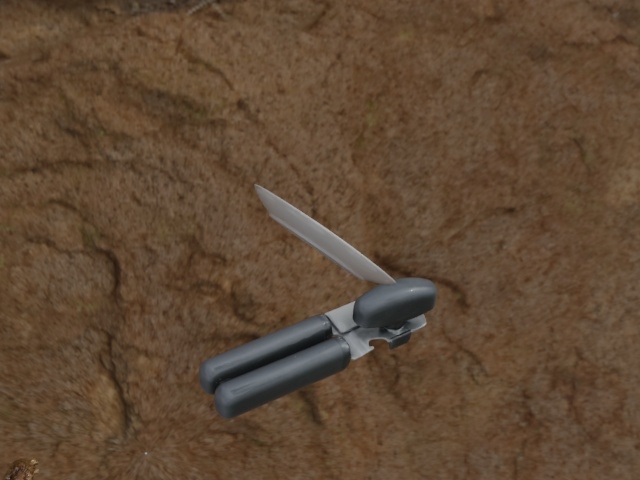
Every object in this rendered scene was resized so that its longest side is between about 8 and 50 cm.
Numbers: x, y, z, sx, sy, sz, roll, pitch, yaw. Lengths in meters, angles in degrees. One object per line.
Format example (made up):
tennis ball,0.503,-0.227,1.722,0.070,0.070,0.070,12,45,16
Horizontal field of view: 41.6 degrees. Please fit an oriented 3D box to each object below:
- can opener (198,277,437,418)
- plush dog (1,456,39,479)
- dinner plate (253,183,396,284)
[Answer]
can opener,-0.001,0.106,0.936,0.280,0.093,0.074,-22,46,-23
plush dog,-0.303,0.389,1.007,0.225,0.210,0.262,36,114,-18
dinner plate,0.000,0.000,0.688,0.141,0.141,0.017,36,89,-1
